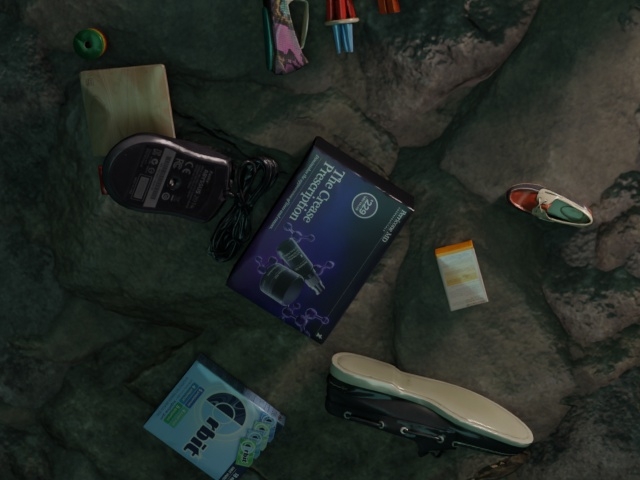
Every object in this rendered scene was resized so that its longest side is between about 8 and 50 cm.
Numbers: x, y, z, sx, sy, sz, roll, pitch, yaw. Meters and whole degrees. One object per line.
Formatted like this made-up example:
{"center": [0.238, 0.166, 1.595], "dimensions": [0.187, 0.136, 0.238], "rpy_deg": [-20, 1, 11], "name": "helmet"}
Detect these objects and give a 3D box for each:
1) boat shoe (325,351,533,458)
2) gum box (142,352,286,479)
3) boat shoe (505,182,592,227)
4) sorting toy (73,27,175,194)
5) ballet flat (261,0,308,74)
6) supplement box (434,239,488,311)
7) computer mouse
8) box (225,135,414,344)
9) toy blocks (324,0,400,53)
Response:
{"center": [0.164, 0.290, 1.588], "dimensions": [0.340, 0.127, 0.113], "rpy_deg": [18, 107, 1], "name": "boat shoe"}
{"center": [-0.177, 0.305, 1.663], "dimensions": [0.184, 0.041, 0.157], "rpy_deg": [37, 104, -5], "name": "gum box"}
{"center": [0.352, -0.052, 1.524], "dimensions": [0.137, 0.043, 0.049], "rpy_deg": [19, 107, 1], "name": "boat shoe"}
{"center": [-0.292, -0.195, 1.535], "dimensions": [0.132, 0.046, 0.274], "rpy_deg": [-4, 107, 6], "name": "sorting toy"}
{"center": [-0.059, -0.359, 1.468], "dimensions": [0.079, 0.077, 0.221], "rpy_deg": [-14, 109, -11], "name": "ballet flat"}
{"center": [0.223, 0.056, 1.566], "dimensions": [0.062, 0.036, 0.098], "rpy_deg": [-14, 103, 8], "name": "supplement box"}
{"center": [-0.215, -0.087, 1.516], "dimensions": [0.272, 0.072, 0.188], "rpy_deg": [20, 104, -35], "name": "computer mouse"}
{"center": [0.000, 0.000, 1.539], "dimensions": [0.184, 0.103, 0.261], "rpy_deg": [31, 105, -7], "name": "box"}
{"center": [0.063, -0.356, 1.461], "dimensions": [0.123, 0.054, 0.148], "rpy_deg": [-6, 104, 7], "name": "toy blocks"}
